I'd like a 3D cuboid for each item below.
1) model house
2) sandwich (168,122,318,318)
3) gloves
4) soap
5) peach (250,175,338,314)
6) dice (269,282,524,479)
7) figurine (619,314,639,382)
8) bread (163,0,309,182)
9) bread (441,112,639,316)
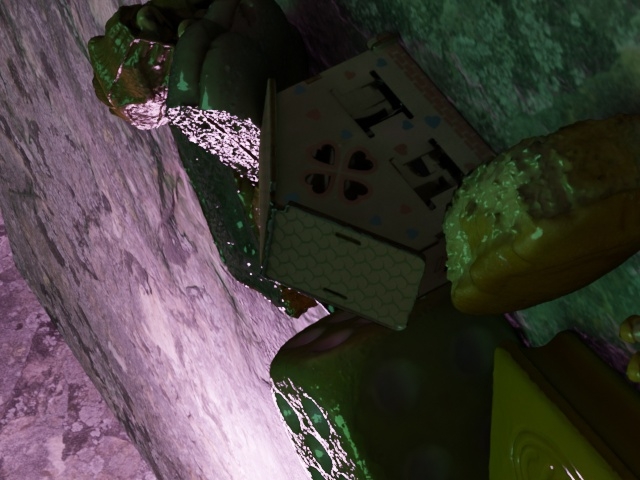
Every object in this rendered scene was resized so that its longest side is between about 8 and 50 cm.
[{"bbox_3d":[0.050,-0.033,1.325,0.326,0.244,0.169,52,151,23],"label":"model house"},{"bbox_3d":[-0.105,-0.063,1.832,0.271,0.099,0.301,18,133,61],"label":"sandwich"},{"bbox_3d":[-0.212,-0.250,1.753,0.155,0.203,0.356,45,166,-6],"label":"gloves"},{"bbox_3d":[0.263,0.242,1.216,0.324,0.096,0.204,-128,33,-64],"label":"soap"},{"bbox_3d":[0.003,-0.002,1.641,0.189,0.068,0.279,14,144,39],"label":"peach"},{"bbox_3d":[0.098,0.185,1.480,0.233,0.238,0.227,64,159,-7],"label":"dice"},{"bbox_3d":[0.340,0.096,0.997,0.240,0.115,0.175,19,132,61],"label":"figurine"},{"bbox_3d":[-0.075,-0.181,1.494,0.101,0.183,0.337,8,171,17],"label":"bread"},{"bbox_3d":[0.201,-0.015,1.116,0.245,0.174,0.121,122,137,-64],"label":"bread"}]
